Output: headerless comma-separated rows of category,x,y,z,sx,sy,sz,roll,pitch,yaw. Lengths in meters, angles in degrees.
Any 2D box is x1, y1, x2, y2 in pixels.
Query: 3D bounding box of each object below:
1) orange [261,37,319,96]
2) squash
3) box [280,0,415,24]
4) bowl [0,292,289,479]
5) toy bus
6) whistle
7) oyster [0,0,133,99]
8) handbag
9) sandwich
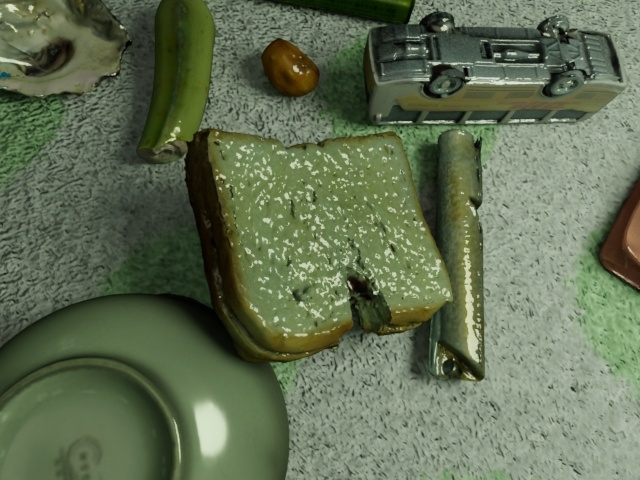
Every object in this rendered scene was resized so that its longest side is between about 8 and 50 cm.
orange,-0.043,-0.233,0.693,0.086,0.086,0.062,39,97,8
squash,-0.191,-0.223,0.678,0.083,0.083,0.250,4,76,-3
box,-0.023,-0.415,0.737,0.346,0.097,0.134,11,72,-1
bowl,-0.204,0.207,0.485,0.354,0.185,0.353,1,73,-4
toy bus,0.225,-0.221,0.675,0.343,0.138,0.097,-3,74,-6
whistle,0.174,0.011,0.642,0.068,0.057,0.326,7,73,-1
oyster,-0.385,-0.278,0.678,0.214,0.083,0.223,-44,98,-7
handbag,0.491,-0.017,0.674,0.157,0.059,0.212,37,73,7
sandwich,0.001,-0.001,0.564,0.273,0.095,0.249,-7,72,-32
